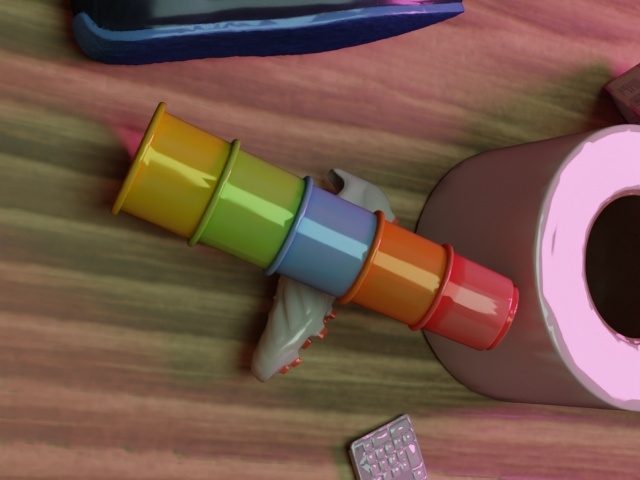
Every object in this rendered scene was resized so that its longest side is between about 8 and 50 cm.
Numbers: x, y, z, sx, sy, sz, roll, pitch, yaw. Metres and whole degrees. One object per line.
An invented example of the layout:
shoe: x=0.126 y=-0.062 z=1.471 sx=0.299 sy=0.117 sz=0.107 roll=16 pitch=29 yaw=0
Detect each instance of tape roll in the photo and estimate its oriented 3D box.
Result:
tape roll: x=0.226 y=0.027 z=1.067 sx=0.246 sy=0.169 sz=0.246 roll=3 pitch=84 yaw=-33

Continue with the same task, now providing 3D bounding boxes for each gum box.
gum box: x=0.349 y=-0.106 z=1.155 sx=0.062 sy=0.188 sz=0.107 roll=-33 pitch=109 yaw=8

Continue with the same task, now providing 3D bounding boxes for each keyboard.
keyboard: x=0.087 y=0.285 z=1.051 sx=0.072 sy=0.014 sz=0.256 roll=-20 pitch=97 yaw=-32

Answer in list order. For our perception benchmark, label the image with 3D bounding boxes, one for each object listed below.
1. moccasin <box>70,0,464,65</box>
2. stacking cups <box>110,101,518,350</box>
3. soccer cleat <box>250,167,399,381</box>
moccasin: x=-0.029 y=-0.215 z=0.946 sx=0.342 sy=0.138 sz=0.116 roll=-8 pitch=86 yaw=-33
stacking cups: x=0.000 y=0.000 z=0.925 sx=0.316 sy=0.096 sz=0.096 roll=24 pitch=73 yaw=-13
soccer cleat: x=-0.011 y=0.028 z=0.985 sx=0.076 sy=0.068 sz=0.196 roll=36 pitch=68 yaw=-5
